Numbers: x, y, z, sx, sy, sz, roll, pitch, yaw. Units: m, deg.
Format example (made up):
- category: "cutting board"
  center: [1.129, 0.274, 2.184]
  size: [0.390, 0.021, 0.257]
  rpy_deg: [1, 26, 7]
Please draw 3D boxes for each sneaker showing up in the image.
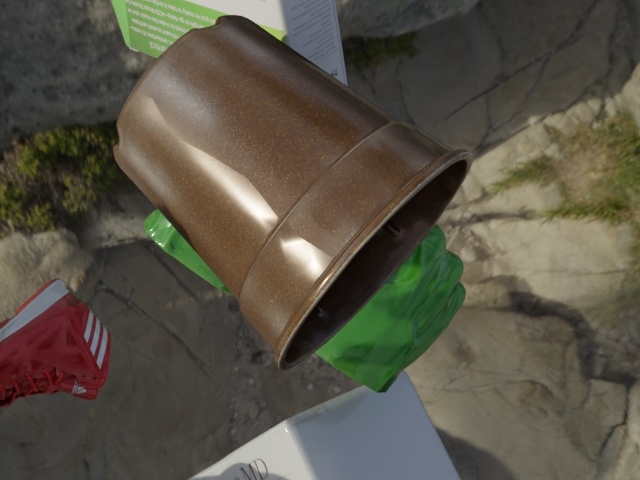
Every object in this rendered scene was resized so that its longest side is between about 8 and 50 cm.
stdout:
- category: "sneaker"
  center: [-0.303, 0.146, 0.853]
  size: [0.128, 0.087, 0.221]
  rpy_deg: [40, 49, -4]

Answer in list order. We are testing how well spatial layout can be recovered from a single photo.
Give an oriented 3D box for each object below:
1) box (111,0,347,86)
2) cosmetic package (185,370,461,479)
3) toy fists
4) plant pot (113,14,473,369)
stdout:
- category: "box"
  center: [-0.099, -0.259, 0.550]
  size: [0.058, 0.322, 0.232]
  rpy_deg: [-37, 46, -29]
- category: "cosmetic package"
  center: [0.065, 0.379, 0.737]
  size: [0.162, 0.230, 0.453]
  rpy_deg: [-14, 71, -41]
- category: "toy fists"
  center: [0.000, 0.000, 0.663]
  size: [0.279, 0.096, 0.142]
  rpy_deg: [37, 99, -18]
- category: "plant pot"
  center: [-0.025, -0.037, 0.490]
  size: [0.165, 0.167, 0.167]
  rpy_deg: [41, 70, 13]
